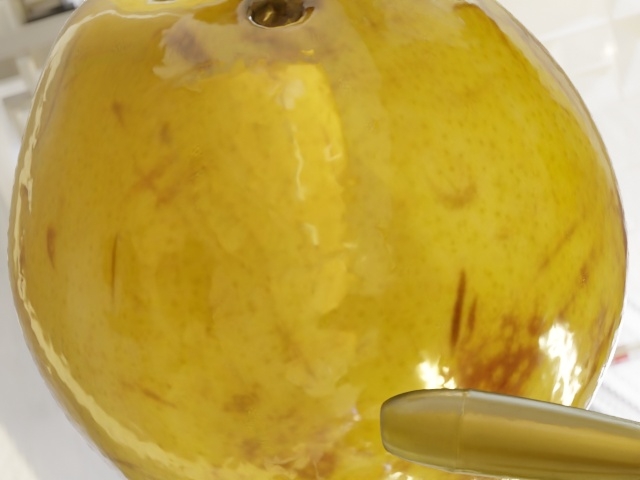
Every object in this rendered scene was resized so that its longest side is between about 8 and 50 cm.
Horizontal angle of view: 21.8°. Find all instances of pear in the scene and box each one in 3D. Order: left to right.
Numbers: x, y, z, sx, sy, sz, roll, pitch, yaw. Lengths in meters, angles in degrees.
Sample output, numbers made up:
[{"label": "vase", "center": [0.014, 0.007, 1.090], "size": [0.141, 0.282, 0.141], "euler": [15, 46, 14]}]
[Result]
[{"label": "pear", "center": [0.000, 0.000, 0.722], "size": [0.281, 0.281, 0.280], "euler": [-16, 90, -87]}]

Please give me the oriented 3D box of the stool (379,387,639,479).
[{"label": "stool", "center": [0.075, 0.107, 0.494], "size": [0.134, 0.110, 0.135], "euler": [56, 28, -71]}]
